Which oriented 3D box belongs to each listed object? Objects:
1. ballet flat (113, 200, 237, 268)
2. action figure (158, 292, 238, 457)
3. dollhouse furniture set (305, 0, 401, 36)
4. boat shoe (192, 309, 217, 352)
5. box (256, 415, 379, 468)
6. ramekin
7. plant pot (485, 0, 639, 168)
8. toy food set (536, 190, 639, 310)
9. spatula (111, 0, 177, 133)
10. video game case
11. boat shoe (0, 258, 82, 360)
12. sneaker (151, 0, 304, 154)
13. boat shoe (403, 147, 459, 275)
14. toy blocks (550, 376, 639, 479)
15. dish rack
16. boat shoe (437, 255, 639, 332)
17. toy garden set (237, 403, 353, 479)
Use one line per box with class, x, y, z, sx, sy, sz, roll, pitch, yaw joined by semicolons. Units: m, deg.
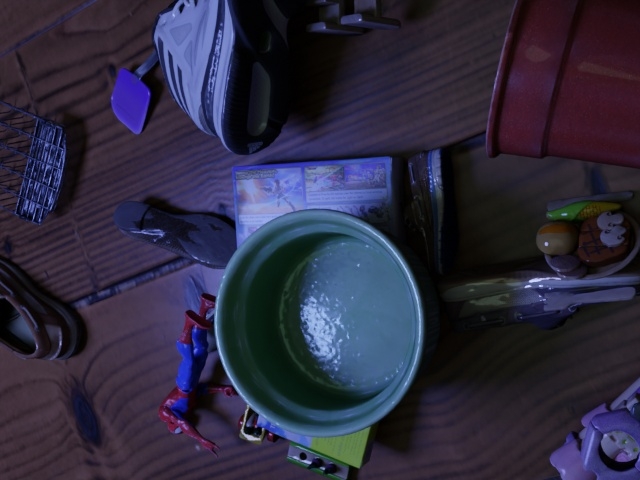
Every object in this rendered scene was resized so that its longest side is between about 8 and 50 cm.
ballet flat;-0.230;-0.006;1.516;0.250;0.058;0.084;15;66;18
action figure;-0.181;0.233;1.476;0.139;0.091;0.280;29;126;9
dollhouse furniture set;0.109;-0.408;1.289;0.242;0.161;0.212;4;97;48
boat shoe;-0.179;0.143;1.509;0.137;0.049;0.043;-40;35;26
box;-0.001;0.260;1.381;0.178;0.042;0.109;17;101;22
ramekin;0.020;0.109;1.268;0.304;0.148;0.303;0;89;22
plant pot;0.367;-0.202;1.104;0.265;0.272;0.272;15;102;16
toy food set;0.343;-0.001;1.174;0.133;0.192;0.038;-9;134;24
spatula;-0.271;-0.318;1.514;0.084;0.030;0.296;40;110;20
video game case;0.000;0.000;1.397;0.270;0.061;0.244;-1;96;26
boat shoe;-0.584;0.118;1.657;0.324;0.120;0.122;24;105;22
sneaker;-0.150;-0.372;1.326;0.258;0.169;0.447;31;119;38
boat shoe;0.158;-0.040;1.321;0.066;0.066;0.183;-4;83;31
toy blocks;0.394;0.347;1.101;0.288;0.309;0.260;47;106;15
dish rack;-0.560;-0.156;1.649;0.272;0.074;0.208;23;106;20
boat shoe;0.304;0.076;1.242;0.285;0.103;0.092;-8;105;22
toy garden set;-0.028;0.243;1.440;0.204;0.049;0.244;16;102;23
